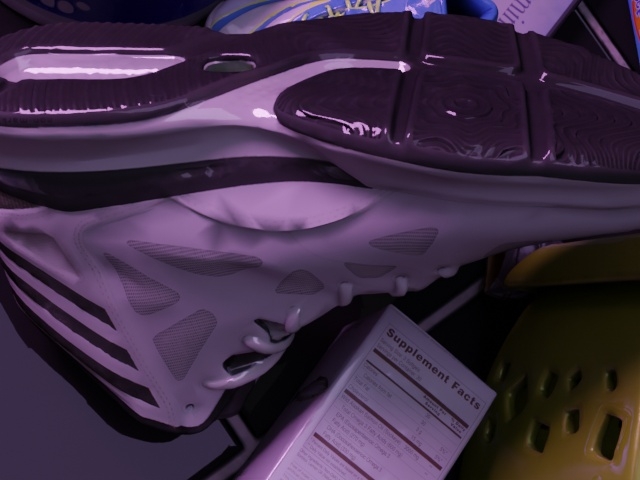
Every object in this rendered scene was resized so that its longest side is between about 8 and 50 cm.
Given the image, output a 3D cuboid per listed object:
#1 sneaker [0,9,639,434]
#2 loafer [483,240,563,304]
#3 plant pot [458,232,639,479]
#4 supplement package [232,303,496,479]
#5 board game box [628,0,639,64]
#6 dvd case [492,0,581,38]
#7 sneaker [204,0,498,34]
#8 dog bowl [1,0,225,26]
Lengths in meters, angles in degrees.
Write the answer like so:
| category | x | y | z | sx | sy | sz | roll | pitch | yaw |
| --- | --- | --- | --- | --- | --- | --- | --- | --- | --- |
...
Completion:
| category | x | y | z | sx | sy | sz | roll | pitch | yaw |
| --- | --- | --- | --- | --- | --- | --- | --- | --- | --- |
| sneaker | 0.000 | -0.001 | 0.642 | 0.447 | 0.258 | 0.169 | 4 | 37 | 7 |
| loafer | 0.163 | -0.030 | 0.818 | 0.061 | 0.062 | 0.170 | 1 | 74 | -14 |
| plant pot | 0.255 | 0.110 | 0.702 | 0.228 | 0.227 | 0.207 | 11 | 82 | -17 |
| supplement package | 0.023 | 0.152 | 0.697 | 0.105 | 0.105 | 0.179 | 40 | 67 | -4 |
| board game box | 0.381 | -0.212 | 0.945 | 0.160 | 0.047 | 0.210 | 0 | 75 | -18 |
| dvd case | 0.131 | -0.284 | 0.898 | 0.253 | 0.022 | 0.180 | 40 | 67 | -4 |
| sneaker | 0.032 | -0.180 | 0.781 | 0.240 | 0.126 | 0.091 | -3 | 76 | -19 |
| dog bowl | -0.163 | -0.297 | 0.762 | 0.264 | 0.104 | 0.265 | 5 | 74 | -17 |
